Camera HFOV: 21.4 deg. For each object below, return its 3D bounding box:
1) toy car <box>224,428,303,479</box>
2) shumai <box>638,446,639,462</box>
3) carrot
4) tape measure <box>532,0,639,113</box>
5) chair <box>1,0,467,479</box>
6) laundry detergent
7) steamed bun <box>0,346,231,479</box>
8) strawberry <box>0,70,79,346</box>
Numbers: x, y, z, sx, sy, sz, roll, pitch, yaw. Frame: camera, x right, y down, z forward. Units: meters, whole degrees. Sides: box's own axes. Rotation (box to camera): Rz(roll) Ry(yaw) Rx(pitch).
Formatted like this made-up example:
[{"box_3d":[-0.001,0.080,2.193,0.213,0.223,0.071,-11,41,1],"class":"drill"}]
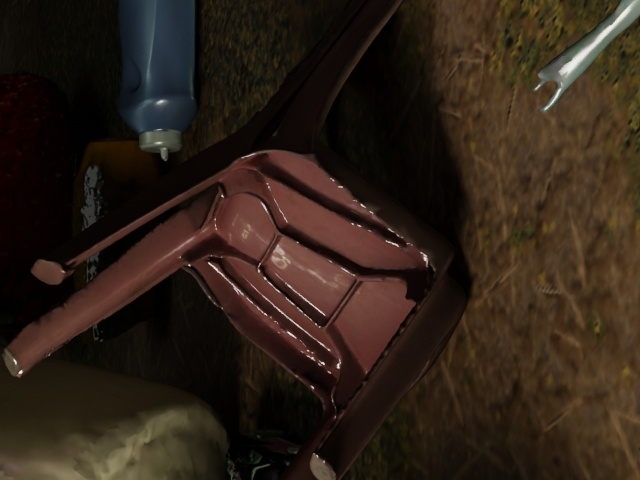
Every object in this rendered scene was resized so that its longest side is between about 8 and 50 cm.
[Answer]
[{"box_3d":[-0.031,0.159,1.068,0.142,0.055,0.069,180,89,-70],"class":"toy car"},{"box_3d":[0.152,0.102,0.592,0.083,0.082,0.080,-21,-68,-74],"class":"shumai"},{"box_3d":[-0.167,0.000,1.410,0.082,0.082,0.173,-170,77,-69],"class":"carrot"},{"box_3d":[0.136,-0.214,0.649,0.164,0.084,0.330,-135,53,-65],"class":"tape measure"},{"box_3d":[0.000,0.000,0.935,0.326,0.183,0.175,-46,-6,-36],"class":"chair"},{"box_3d":[-0.129,-0.163,1.359,0.096,0.061,0.206,-18,71,59],"class":"laundry detergent"},{"box_3d":[-0.280,0.251,1.084,0.290,0.371,0.456,69,-144,-44],"class":"steamed bun"},{"box_3d":[-0.337,-0.034,1.677,0.238,0.250,0.288,67,-147,-53],"class":"strawberry"}]
